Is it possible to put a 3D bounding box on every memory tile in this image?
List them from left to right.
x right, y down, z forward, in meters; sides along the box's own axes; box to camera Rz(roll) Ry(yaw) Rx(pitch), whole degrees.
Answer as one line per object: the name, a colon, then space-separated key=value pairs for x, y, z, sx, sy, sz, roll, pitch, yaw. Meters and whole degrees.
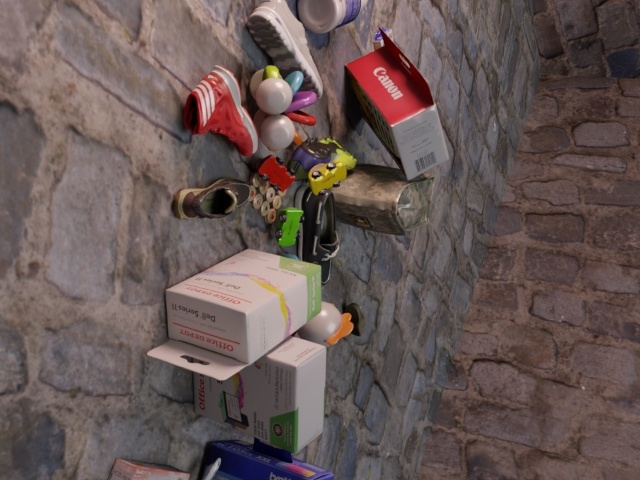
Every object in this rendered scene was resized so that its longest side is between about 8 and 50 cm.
memory tile: x=-0.126 y=-0.116 z=1.603 sx=0.148 sy=0.012 sz=0.113 roll=51 pitch=55 yaw=-55

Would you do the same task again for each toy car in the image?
toy car: x=-0.074 y=-0.284 z=1.461 sx=0.159 sy=0.136 sz=0.181 roll=-119 pitch=-157 yaw=-64
toy car: x=-0.067 y=-0.095 z=1.613 sx=0.239 sy=0.053 sz=0.224 roll=1 pitch=116 yaw=-34
toy car: x=-0.017 y=0.183 z=1.668 sx=0.210 sy=0.238 sz=0.219 roll=-55 pitch=144 yaw=-38

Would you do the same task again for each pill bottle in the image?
pill bottle: x=0.037 y=-0.570 z=1.641 sx=0.187 sy=0.112 sz=0.111 roll=-41 pitch=133 yaw=-49

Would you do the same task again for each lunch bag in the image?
lunch bag: x=0.155 y=-0.113 z=1.884 sx=0.287 sy=0.236 sz=0.168 roll=-19 pitch=118 yaw=-59

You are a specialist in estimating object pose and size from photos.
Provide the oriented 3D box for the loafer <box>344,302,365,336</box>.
loafer: x=0.109 y=0.237 z=2.118 sx=0.050 sy=0.056 sz=0.148 roll=-58 pitch=155 yaw=-36

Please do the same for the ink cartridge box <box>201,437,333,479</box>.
ink cartridge box: x=-0.142 y=0.626 z=1.555 sx=0.151 sy=0.270 sz=0.395 roll=33 pitch=70 yaw=-66

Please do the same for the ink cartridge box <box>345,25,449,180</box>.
ink cartridge box: x=0.191 y=-0.364 z=1.794 sx=0.130 sy=0.309 sz=0.271 roll=-27 pitch=138 yaw=-1

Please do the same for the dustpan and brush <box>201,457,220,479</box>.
dustpan and brush: x=-0.288 y=0.565 z=1.487 sx=0.211 sy=0.060 sz=0.147 roll=-63 pitch=148 yaw=-27

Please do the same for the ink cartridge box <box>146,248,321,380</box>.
ink cartridge box: x=-0.170 y=0.138 z=1.401 sx=0.353 sy=0.207 sz=0.119 roll=-31 pitch=127 yaw=-55

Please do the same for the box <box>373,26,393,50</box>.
box: x=0.192 y=-0.560 z=2.021 sx=0.081 sy=0.028 sz=0.136 roll=-56 pitch=146 yaw=-37

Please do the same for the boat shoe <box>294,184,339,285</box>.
boat shoe: x=0.000 y=0.000 z=1.791 sx=0.114 sy=0.091 sz=0.302 roll=-49 pitch=139 yaw=-43

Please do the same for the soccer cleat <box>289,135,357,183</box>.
soccer cleat: x=0.003 y=-0.200 z=1.763 sx=0.121 sy=0.093 sz=0.289 roll=-55 pitch=163 yaw=19

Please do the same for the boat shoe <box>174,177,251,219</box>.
boat shoe: x=-0.204 y=-0.081 z=1.406 sx=0.224 sy=0.074 sz=0.080 roll=-20 pitch=117 yaw=-58

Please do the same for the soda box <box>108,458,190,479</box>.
soda box: x=-0.341 y=0.480 z=1.364 sx=0.183 sy=0.058 sz=0.062 roll=42 pitch=63 yaw=-57

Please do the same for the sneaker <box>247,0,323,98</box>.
sneaker: x=-0.054 y=-0.430 z=1.530 sx=0.115 sy=0.105 sz=0.281 roll=-66 pitch=149 yaw=-23

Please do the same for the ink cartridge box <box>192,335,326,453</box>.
ink cartridge box: x=-0.134 y=0.299 z=1.453 sx=0.117 sy=0.278 sz=0.201 roll=-23 pitch=119 yaw=-54

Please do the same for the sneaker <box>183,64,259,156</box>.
sneaker: x=-0.209 y=-0.231 z=1.370 sx=0.128 sy=0.087 sz=0.221 roll=-44 pitch=140 yaw=-22
